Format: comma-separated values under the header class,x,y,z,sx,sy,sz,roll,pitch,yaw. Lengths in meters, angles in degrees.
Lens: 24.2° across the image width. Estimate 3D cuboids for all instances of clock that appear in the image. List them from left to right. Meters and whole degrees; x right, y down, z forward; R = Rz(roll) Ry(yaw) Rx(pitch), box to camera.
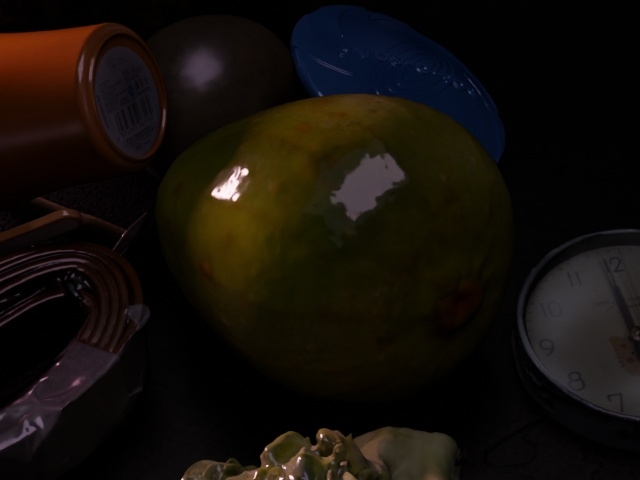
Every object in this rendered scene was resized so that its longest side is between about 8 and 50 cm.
class,x,y,z,sx,sy,sz,roll,pitch,yaw
clock,0.281,0.082,1.302,0.226,0.049,0.226,-1,49,1

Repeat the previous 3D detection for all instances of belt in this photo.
class,x,y,z,sx,sy,sz,roll,pitch,yaw
belt,-0.258,0.114,1.252,0.261,0.105,0.184,-33,56,-26

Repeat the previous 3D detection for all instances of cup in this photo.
class,x,y,z,sx,sy,sz,roll,pitch,yaw
cup,-0.280,-0.089,1.337,0.264,0.182,0.226,-7,70,28

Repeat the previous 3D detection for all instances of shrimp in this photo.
class,x,y,z,sx,sy,sz,roll,pitch,yaw
shrimp,-0.273,0.001,1.407,0.092,0.029,0.038,0,48,7

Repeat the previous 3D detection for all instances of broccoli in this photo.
class,x,y,z,sx,sy,sz,roll,pitch,yaw
broccoli,0.033,0.211,1.066,0.288,0.248,0.246,12,44,5

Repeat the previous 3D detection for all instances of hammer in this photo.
class,x,y,z,sx,sy,sz,roll,pitch,yaw
hammer,-0.261,-0.032,1.448,0.198,0.013,0.062,20,51,18

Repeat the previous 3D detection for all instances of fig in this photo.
class,x,y,z,sx,sy,sz,roll,pitch,yaw
fig,0.000,0.000,1.262,0.326,0.258,0.258,14,47,39

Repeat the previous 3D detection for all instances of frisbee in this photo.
class,x,y,z,sx,sy,sz,roll,pitch,yaw
frisbee,0.084,-0.156,1.459,0.242,0.045,0.242,23,37,-19

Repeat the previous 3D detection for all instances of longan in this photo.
class,x,y,z,sx,sy,sz,roll,pitch,yaw
longan,-0.105,-0.135,1.434,0.187,0.167,0.167,-23,50,-32

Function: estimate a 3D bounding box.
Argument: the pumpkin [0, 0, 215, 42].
class,x,y,z,sx,sy,sz,roll,pitch,yaw
pumpkin,-0.271,-0.369,1.538,0.454,0.344,0.454,-4,62,7
